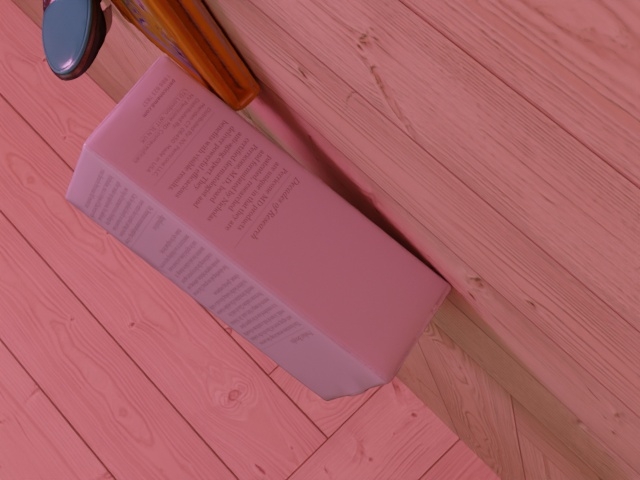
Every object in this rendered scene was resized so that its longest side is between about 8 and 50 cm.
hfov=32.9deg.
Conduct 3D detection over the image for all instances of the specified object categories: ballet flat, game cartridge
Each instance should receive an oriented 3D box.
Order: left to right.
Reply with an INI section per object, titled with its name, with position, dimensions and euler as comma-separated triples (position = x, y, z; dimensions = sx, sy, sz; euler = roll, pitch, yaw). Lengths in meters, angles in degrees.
[ballet flat]
position = -0.337, -0.332, 1.498
dimensions = 0.096, 0.095, 0.280
euler = 28, -137, -59
[game cartridge]
position = -0.231, -0.320, 1.321
dimensions = 0.324, 0.053, 0.285
euler = 40, 171, 42

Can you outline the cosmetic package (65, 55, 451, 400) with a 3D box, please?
[cosmetic package]
position = -0.087, -0.001, 1.376
dimensions = 0.453, 0.161, 0.230
euler = 39, 158, -7
